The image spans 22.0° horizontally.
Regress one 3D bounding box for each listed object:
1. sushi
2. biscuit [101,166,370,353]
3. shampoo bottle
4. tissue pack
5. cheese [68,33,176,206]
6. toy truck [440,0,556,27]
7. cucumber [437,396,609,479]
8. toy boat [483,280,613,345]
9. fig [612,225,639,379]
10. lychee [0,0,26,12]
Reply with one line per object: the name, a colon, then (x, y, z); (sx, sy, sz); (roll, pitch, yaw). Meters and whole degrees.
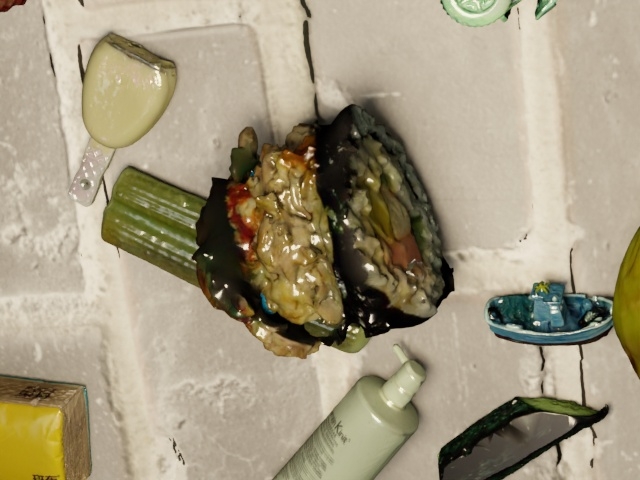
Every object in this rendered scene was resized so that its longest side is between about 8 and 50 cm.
sushi: (-0.005, 0.002, 1.629); (0.219, 0.238, 0.225); (-22, 113, 16)
biscuit: (-0.084, 0.026, 1.756); (0.322, 0.038, 0.099); (25, 111, 6)
shampoo bottle: (0.028, 0.228, 1.770); (0.085, 0.085, 0.262); (39, 114, 0)
tissue pack: (-0.355, 0.222, 1.876); (0.169, 0.082, 0.120); (6, 112, 13)
cheese: (-0.223, -0.120, 1.741); (0.097, 0.037, 0.192); (29, 113, 5)
toy truck: (0.132, -0.328, 1.507); (0.156, 0.155, 0.279); (-36, 97, 15)
cucumber: (0.199, 0.213, 1.742); (0.220, 0.046, 0.070); (-37, 88, 24)
toy boat: (0.235, 0.073, 1.670); (0.137, 0.060, 0.060); (5, 132, 18)
fig: (0.398, 0.038, 1.535); (0.239, 0.239, 0.271); (18, 82, 9)
lychee: (-0.346, -0.345, 1.589); (0.261, 0.260, 0.260); (5, 110, 14)
